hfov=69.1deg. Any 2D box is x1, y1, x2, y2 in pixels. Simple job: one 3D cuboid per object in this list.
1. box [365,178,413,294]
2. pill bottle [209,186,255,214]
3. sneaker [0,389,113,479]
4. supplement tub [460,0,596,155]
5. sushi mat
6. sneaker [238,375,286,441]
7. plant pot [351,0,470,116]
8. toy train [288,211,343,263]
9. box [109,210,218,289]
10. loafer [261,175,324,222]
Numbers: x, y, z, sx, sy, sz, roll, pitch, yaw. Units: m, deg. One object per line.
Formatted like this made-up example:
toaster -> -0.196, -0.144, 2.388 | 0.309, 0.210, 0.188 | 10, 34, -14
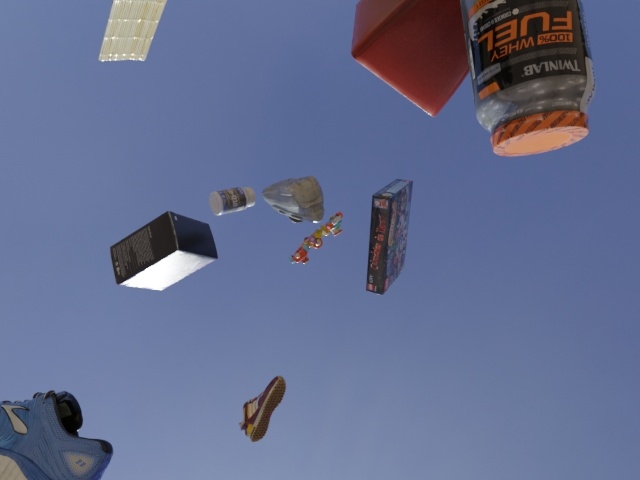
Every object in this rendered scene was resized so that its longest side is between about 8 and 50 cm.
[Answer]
box -> 0.162, -0.012, 1.083 | 0.044, 0.233, 0.159 | 12, -155, 24
pill bottle -> -0.286, -0.133, 1.524 | 0.137, 0.078, 0.078 | -18, -132, -38
sneaker -> -0.457, 0.302, 0.727 | 0.329, 0.130, 0.147 | 20, -131, 19
supplement tub -> 0.358, -0.321, 0.810 | 0.193, 0.193, 0.317 | -7, -97, 6
sushi mat -> -0.500, -0.599, 1.256 | 0.151, 0.316, 0.019 | -23, -99, -41
sneaker -> -0.161, 0.432, 1.234 | 0.083, 0.069, 0.186 | 26, -91, 36
plant pot -> 0.253, -0.513, 1.094 | 0.267, 0.235, 0.267 | 27, -133, -23
toy train -> 0.000, 0.000, 1.147 | 0.166, 0.046, 0.125 | -39, -170, 11
box -> -0.391, 0.031, 1.166 | 0.207, 0.153, 0.108 | -28, -111, 20
loafer -> -0.073, -0.098, 1.190 | 0.111, 0.112, 0.319 | -23, -167, -14
